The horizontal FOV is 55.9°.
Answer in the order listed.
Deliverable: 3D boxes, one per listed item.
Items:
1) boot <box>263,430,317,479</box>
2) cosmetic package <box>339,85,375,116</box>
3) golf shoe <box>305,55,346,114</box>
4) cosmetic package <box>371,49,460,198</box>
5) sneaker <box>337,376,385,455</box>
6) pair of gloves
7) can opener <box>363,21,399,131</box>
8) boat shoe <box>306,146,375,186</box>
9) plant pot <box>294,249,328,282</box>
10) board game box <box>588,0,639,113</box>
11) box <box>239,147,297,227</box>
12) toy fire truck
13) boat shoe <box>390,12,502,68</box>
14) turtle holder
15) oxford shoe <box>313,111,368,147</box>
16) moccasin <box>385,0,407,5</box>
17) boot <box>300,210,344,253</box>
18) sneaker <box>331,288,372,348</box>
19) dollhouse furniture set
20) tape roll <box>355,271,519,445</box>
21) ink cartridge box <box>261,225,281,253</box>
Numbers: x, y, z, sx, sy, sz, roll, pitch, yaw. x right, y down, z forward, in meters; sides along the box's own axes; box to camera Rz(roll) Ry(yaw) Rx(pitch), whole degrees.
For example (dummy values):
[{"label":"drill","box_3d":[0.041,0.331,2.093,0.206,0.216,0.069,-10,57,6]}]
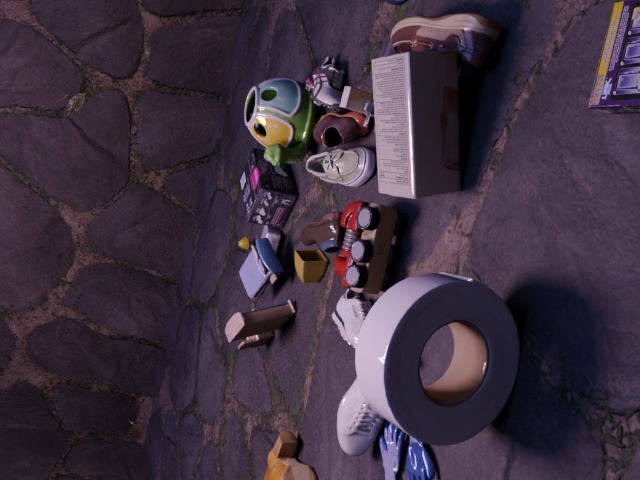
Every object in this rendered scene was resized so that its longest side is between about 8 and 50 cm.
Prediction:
[{"label":"boot","box_3d":[-0.094,0.713,1.713,0.295,0.104,0.211,-118,39,-59]},{"label":"cosmetic package","box_3d":[0.116,-0.375,1.638,0.041,0.115,0.060,35,114,63]},{"label":"golf shoe","box_3d":[0.027,-0.485,1.885,0.120,0.105,0.272,-58,33,25]},{"label":"cosmetic package","box_3d":[0.205,-0.248,1.295,0.153,0.129,0.296,22,118,61]},{"label":"sneaker","box_3d":[0.110,0.372,1.362,0.123,0.106,0.289,-114,39,-77]},{"label":"pair of gloves","box_3d":[0.185,0.467,1.299,0.198,0.023,0.159,-25,61,61]},{"label":"can opener","box_3d":[0.187,-0.421,1.580,0.076,0.095,0.283,-88,21,-83]},{"label":"boat shoe","box_3d":[0.052,-0.210,1.735,0.302,0.094,0.109,-1,80,64]},{"label":"plant pot","box_3d":[-0.032,0.082,1.828,0.081,0.082,0.083,-129,42,-58]},{"label":"board game box","box_3d":[0.492,-0.278,0.905,0.141,0.048,0.170,-155,76,-66]},{"label":"box","box_3d":[-0.191,-0.189,2.177,0.247,0.142,0.163,-106,34,-45]},{"label":"toy fire truck","box_3d":[0.097,0.009,1.536,0.246,0.159,0.216,16,96,54]},{"label":"boat shoe","box_3d":[0.260,-0.429,1.363,0.342,0.123,0.123,26,104,57]},{"label":"turtle holder","box_3d":[-0.137,-0.395,2.039,0.243,0.228,0.320,1,82,64]},{"label":"oxford shoe","box_3d":[0.031,-0.320,1.779,0.096,0.098,0.271,61,158,-14]},{"label":"moccasin","box_3d":[0.234,-0.752,1.552,0.341,0.138,0.117,-68,20,-8]},{"label":"boot","box_3d":[0.000,0.000,1.782,0.219,0.082,0.106,-35,48,54]},{"label":"sneaker","box_3d":[0.100,0.199,1.506,0.094,0.090,0.235,-64,30,11]},{"label":"dollhouse furniture set","box_3d":[-0.265,0.179,2.027,0.286,0.198,0.303,-50,57,46]},{"label":"tape roll","box_3d":[0.206,0.201,1.049,0.100,0.286,0.286,11,91,65]},{"label":"ink cartridge box","box_3d":[-0.198,0.038,2.239,0.232,0.066,0.188,-100,25,-77]}]
